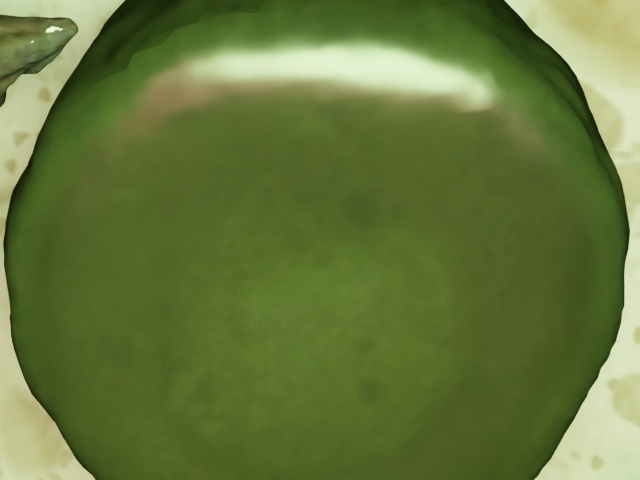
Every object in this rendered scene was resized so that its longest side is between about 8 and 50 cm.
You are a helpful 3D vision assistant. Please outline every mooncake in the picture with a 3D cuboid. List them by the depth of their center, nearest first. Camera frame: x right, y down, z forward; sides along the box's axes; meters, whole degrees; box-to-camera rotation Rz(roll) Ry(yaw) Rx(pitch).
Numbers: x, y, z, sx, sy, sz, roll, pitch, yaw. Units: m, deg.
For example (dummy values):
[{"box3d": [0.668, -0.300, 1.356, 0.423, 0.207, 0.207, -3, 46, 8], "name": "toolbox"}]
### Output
[{"box3d": [0.000, 0.000, 1.004, 0.356, 0.194, 0.356, -1, 113, -1], "name": "mooncake"}]

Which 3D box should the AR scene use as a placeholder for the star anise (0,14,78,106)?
[{"box3d": [-0.278, -0.079, 0.983, 0.315, 0.108, 0.315, 1, 93, 11], "name": "star anise"}]
